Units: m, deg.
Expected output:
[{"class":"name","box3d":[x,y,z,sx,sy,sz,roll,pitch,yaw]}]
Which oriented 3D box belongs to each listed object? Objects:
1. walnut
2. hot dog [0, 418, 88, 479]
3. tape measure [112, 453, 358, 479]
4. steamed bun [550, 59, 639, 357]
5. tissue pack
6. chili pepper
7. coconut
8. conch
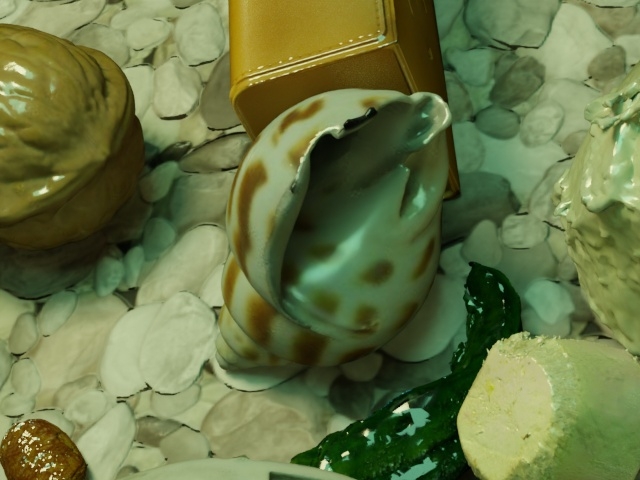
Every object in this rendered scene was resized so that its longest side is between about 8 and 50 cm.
[{"class":"walnut","box3d":[-0.248,-0.086,1.271,0.213,0.213,0.213,-10,52,13]},{"class":"hot dog","box3d":[-0.213,0.174,1.170,0.058,0.035,0.083,-37,51,-9]},{"class":"tape measure","box3d":[-0.040,0.230,0.938,0.258,0.265,0.130,-11,50,22]},{"class":"steamed bun","box3d":[0.321,-0.062,0.976,0.312,0.233,0.334,-41,31,-24]},{"class":"tissue pack","box3d":[0.012,-0.181,1.248,0.145,0.194,0.274,-13,51,11]},{"class":"chili pepper","box3d":[0.056,0.129,1.089,0.279,0.065,0.122,-38,38,-12]},{"class":"coconut","box3d":[0.164,0.119,1.024,0.116,0.122,0.116,-16,68,47]},{"class":"conch","box3d":[0.000,0.000,1.116,0.149,0.182,0.275,43,116,51]}]
